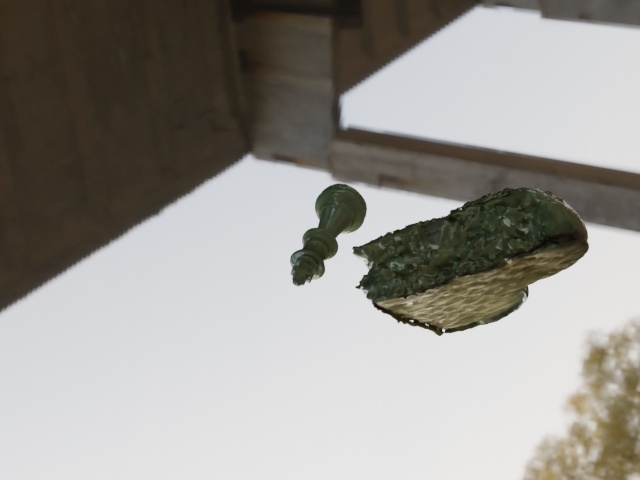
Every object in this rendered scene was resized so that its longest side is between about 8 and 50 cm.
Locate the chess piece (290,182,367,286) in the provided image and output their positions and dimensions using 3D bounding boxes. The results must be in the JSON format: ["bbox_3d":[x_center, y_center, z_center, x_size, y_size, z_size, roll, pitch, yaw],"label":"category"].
[{"bbox_3d":[0.000,0.000,1.294,0.149,0.059,0.059,-57,-33,-48],"label":"chess piece"}]

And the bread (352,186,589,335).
[{"bbox_3d":[0.103,0.021,0.934,0.232,0.172,0.064,123,137,-63],"label":"bread"}]
